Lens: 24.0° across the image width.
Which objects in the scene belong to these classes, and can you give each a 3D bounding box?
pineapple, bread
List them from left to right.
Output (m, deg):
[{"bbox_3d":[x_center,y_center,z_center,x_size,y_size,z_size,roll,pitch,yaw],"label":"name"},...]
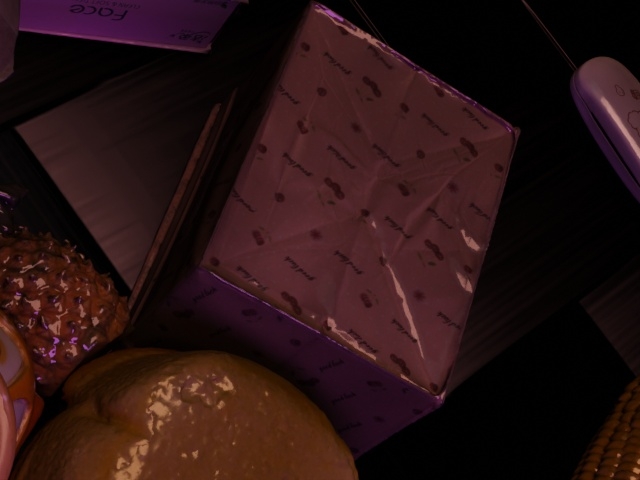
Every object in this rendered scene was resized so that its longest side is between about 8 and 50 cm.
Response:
[{"bbox_3d":[-0.257,0.006,1.146,0.251,0.125,0.125,48,53,9],"label":"pineapple"},{"bbox_3d":[-0.098,0.208,1.083,0.269,0.148,0.270,6,80,-36],"label":"bread"}]

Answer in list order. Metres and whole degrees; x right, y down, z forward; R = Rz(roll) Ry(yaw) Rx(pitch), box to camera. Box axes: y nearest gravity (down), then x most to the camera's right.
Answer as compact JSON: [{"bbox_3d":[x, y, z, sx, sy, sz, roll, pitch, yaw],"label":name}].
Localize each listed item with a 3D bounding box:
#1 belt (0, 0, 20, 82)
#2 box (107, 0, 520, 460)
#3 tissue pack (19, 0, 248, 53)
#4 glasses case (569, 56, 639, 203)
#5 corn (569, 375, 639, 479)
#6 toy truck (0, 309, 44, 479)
[{"bbox_3d":[-0.329,-0.193,1.145,0.184,0.105,0.261,-26,53,1],"label":"belt"},{"bbox_3d":[0.000,0.000,1.238,0.225,0.190,0.297,30,55,-14],"label":"box"},{"bbox_3d":[-0.198,-0.263,1.327,0.246,0.092,0.149,4,64,-27],"label":"tissue pack"},{"bbox_3d":[0.328,-0.105,1.556,0.074,0.049,0.193,-24,77,-35],"label":"glasses case"},{"bbox_3d":[0.266,0.240,1.291,0.130,0.130,0.347,38,49,-6],"label":"corn"},{"bbox_3d":[-0.310,0.134,0.975,0.204,0.211,0.288,36,68,-9],"label":"toy truck"}]
